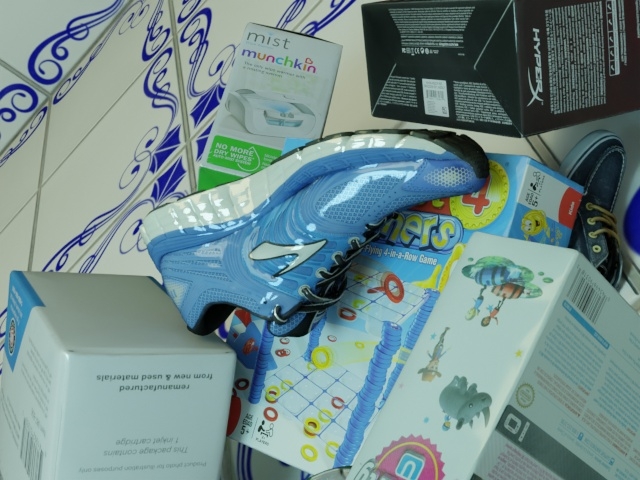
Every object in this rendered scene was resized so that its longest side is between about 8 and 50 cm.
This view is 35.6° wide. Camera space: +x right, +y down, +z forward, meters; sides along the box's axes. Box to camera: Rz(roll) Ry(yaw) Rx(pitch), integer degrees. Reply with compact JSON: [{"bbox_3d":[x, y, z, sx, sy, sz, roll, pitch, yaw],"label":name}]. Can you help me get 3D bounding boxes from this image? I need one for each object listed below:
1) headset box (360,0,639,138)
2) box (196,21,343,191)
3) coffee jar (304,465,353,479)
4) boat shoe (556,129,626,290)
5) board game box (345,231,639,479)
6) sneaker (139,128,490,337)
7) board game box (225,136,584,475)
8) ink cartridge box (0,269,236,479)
[{"bbox_3d":[0.218,-0.177,0.887,0.218,0.293,0.110,21,121,59],"label":"headset box"},{"bbox_3d":[-0.072,-0.084,1.204,0.262,0.127,0.231,105,179,-54],"label":"box"},{"bbox_3d":[0.033,0.253,0.765,0.079,0.184,0.096,-19,51,2],"label":"coffee jar"},{"bbox_3d":[0.237,-0.007,0.869,0.083,0.065,0.183,25,88,56],"label":"boat shoe"},{"bbox_3d":[0.123,0.181,0.662,0.098,0.224,0.303,12,69,49],"label":"board game box"},{"bbox_3d":[0.000,0.000,0.852,0.330,0.130,0.147,-21,84,32],"label":"sneaker"},{"bbox_3d":[0.052,0.068,0.907,0.308,0.086,0.301,10,82,47],"label":"board game box"},{"bbox_3d":[-0.229,0.254,1.006,0.285,0.166,0.394,28,112,61],"label":"ink cartridge box"}]
